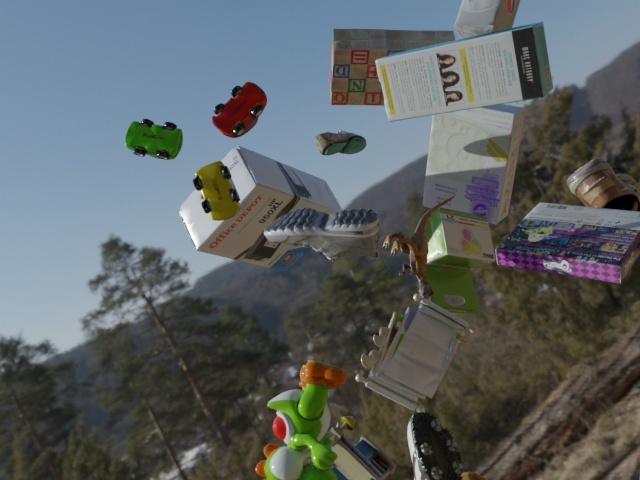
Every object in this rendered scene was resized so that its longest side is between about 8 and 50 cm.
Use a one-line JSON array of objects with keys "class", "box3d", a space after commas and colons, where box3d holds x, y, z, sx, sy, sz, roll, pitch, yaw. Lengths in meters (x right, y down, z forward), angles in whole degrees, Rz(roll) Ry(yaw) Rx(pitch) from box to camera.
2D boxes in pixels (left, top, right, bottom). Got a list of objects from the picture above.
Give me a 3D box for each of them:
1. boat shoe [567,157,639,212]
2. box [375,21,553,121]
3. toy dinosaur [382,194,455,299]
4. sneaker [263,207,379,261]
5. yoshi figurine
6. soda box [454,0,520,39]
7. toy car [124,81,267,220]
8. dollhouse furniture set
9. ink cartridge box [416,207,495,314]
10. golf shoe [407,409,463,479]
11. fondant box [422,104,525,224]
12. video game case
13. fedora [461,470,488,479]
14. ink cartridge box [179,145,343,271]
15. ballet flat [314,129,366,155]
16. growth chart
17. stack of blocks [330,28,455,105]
[{"class": "boat shoe", "box3d": [0.669, -0.085, 1.643, 0.324, 0.116, 0.123, 11, -48, -47]}, {"class": "box", "box3d": [0.210, -0.247, 1.071, 0.244, 0.100, 0.060, -3, 20, 32]}, {"class": "toy dinosaur", "box3d": [0.182, 0.008, 1.357, 0.112, 0.211, 0.064, 13, -16, -20]}, {"class": "sneaker", "box3d": [0.000, 0.000, 1.592, 0.281, 0.115, 0.105, 2, 31, 30]}, {"class": "yoshi figurine", "box3d": [-0.009, 0.482, 1.707, 0.203, 0.362, 0.204, 0, -24, 44]}, {"class": "soda box", "box3d": [0.378, -0.551, 1.545, 0.091, 0.286, 0.098, 11, -15, 32]}, {"class": "toy car", "box3d": [-0.213, -0.157, 1.203, 0.225, 0.239, 0.053, 11, -10, 11]}, {"class": "dollhouse furniture set", "box3d": [0.154, 0.628, 2.001, 0.198, 0.286, 0.303, -35, -29, -32]}, {"class": "ink cartridge box", "box3d": [0.371, 0.059, 1.913, 0.189, 0.255, 0.097, 8, -25, -35]}, {"class": "golf shoe", "box3d": [0.198, 0.443, 1.280, 0.105, 0.272, 0.120, 7, -35, -39]}, {"class": "fondant box", "box3d": [0.437, -0.236, 2.081, 0.238, 0.330, 0.096, 17, 29, 28]}, {"class": "video game case", "box3d": [0.482, -0.003, 1.358, 0.232, 0.041, 0.210, 9, 33, 38]}, {"class": "fedora", "box3d": [0.300, 0.516, 1.410, 0.079, 0.194, 0.194, -40, -10, 31]}, {"class": "ink cartridge box", "box3d": [-0.168, -0.080, 2.129, 0.285, 0.166, 0.395, -45, -35, 23]}, {"class": "ballet flat", "box3d": [0.055, -0.277, 1.996, 0.073, 0.067, 0.206, -51, -20, 27]}, {"class": "growth chart", "box3d": [0.190, 0.222, 1.452, 0.237, 0.172, 0.021, -54, -5, -19]}, {"class": "stack of blocks", "box3d": [0.175, -0.425, 1.784, 0.297, 0.087, 0.171, 0, -39, -2]}]
